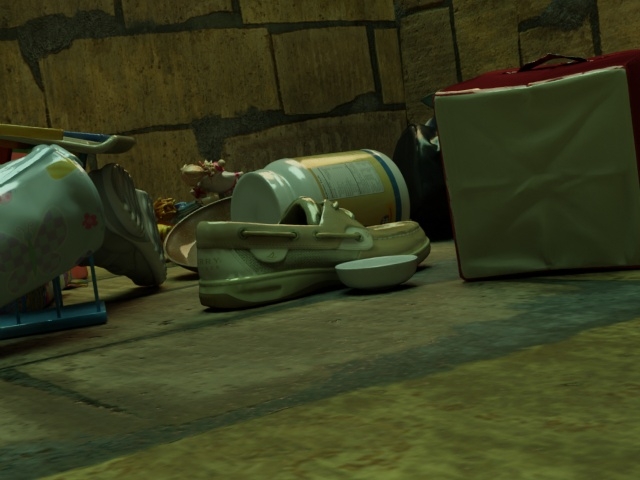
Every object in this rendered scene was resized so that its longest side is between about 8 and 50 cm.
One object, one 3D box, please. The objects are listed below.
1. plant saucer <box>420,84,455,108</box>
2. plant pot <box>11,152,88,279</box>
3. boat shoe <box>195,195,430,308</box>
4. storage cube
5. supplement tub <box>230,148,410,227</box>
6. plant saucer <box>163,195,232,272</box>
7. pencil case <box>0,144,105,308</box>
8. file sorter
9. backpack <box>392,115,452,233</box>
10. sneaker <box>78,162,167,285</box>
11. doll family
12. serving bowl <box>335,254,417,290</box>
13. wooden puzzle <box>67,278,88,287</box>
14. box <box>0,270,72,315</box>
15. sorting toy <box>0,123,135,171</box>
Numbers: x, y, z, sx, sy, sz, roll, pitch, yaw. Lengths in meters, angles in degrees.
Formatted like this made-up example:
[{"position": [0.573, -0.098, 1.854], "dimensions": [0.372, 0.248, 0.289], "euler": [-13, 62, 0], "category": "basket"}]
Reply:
[{"position": [0.217, -0.229, 1.549], "dimensions": [0.119, 0.021, 0.119], "euler": [-16, 1, 0], "category": "plant saucer"}, {"position": [-0.521, -0.040, 1.548], "dimensions": [0.275, 0.243, 0.275], "euler": [-7, 5, 1], "category": "plant pot"}, {"position": [0.000, 0.000, 1.060], "dimensions": [0.302, 0.098, 0.109], "euler": [-11, 5, -37], "category": "boat shoe"}, {"position": [0.236, -0.076, 0.982], "dimensions": [0.183, 0.215, 0.193], "euler": [-5, 11, 24], "category": "storage cube"}, {"position": [0.000, -0.039, 1.275], "dimensions": [0.199, 0.144, 0.144], "euler": [-11, 5, -35], "category": "supplement tub"}, {"position": [-0.121, -0.005, 1.391], "dimensions": [0.198, 0.036, 0.198], "euler": [-13, 29, 7], "category": "plant saucer"}, {"position": [-0.323, 0.013, 0.861], "dimensions": [0.113, 0.124, 0.273], "euler": [16, 35, 41], "category": "pencil case"}, {"position": [-0.314, 0.041, 1.021], "dimensions": [0.170, 0.104, 0.118], "euler": [-8, 5, -13], "category": "file sorter"}, {"position": [0.302, -0.132, 1.564], "dimensions": [0.355, 0.273, 0.290], "euler": [5, -3, -4], "category": "backpack"}, {"position": [-0.264, -0.013, 1.209], "dimensions": [0.115, 0.105, 0.281], "euler": [-15, -23, -1], "category": "sneaker"}, {"position": [-0.230, -0.037, 1.683], "dimensions": [0.163, 0.118, 0.263], "euler": [9, -28, -40], "category": "doll family"}, {"position": [0.057, 0.034, 0.984], "dimensions": [0.083, 0.027, 0.083], "euler": [-8, 3, 0], "category": "serving bowl"}, {"position": [-0.374, 0.062, 1.444], "dimensions": [0.083, 0.006, 0.049], "euler": [3, 5, 22], "category": "wooden puzzle"}, {"position": [-0.480, 0.002, 1.209], "dimensions": [0.290, 0.177, 0.279], "euler": [-6, 7, -5], "category": "box"}, {"position": [-0.311, -0.100, 1.076], "dimensions": [0.196, 0.047, 0.348], "euler": [5, 4, -4], "category": "sorting toy"}]
